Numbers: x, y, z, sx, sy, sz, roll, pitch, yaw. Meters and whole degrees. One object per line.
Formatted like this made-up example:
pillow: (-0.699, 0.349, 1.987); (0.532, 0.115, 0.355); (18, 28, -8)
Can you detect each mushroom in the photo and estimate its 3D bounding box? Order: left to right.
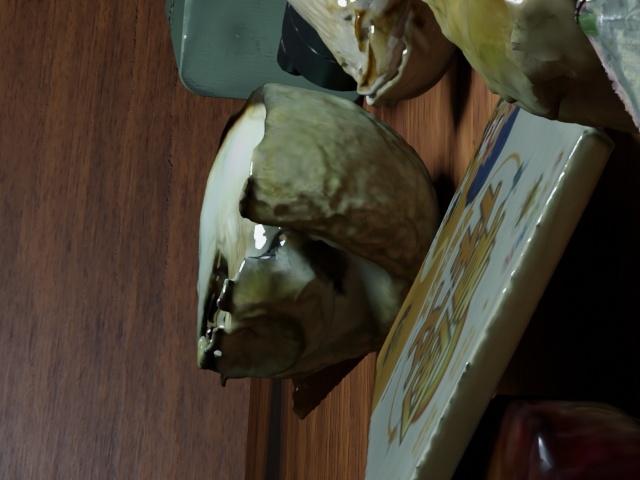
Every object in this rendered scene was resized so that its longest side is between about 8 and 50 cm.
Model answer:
mushroom: (-0.001, -0.004, 1.056); (0.189, 0.164, 0.267); (-92, 14, -45)
mushroom: (0.020, -0.283, 1.053); (0.126, 0.177, 0.397); (109, 164, -66)

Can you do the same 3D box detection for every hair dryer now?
hair dryer: (-0.011, -0.284, 1.246); (0.244, 0.116, 0.302); (135, 115, -78)

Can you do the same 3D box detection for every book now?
book: (0.071, 0.019, 0.665); (0.295, 0.020, 0.208); (-74, 7, -76)

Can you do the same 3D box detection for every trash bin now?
trash bin: (-0.065, -0.277, 1.616); (0.343, 0.223, 0.158); (-105, 21, -68)

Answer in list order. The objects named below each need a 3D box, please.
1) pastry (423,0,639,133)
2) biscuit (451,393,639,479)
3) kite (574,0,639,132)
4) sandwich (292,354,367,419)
pastry: (0.104, -0.192, 0.426); (0.329, 0.136, 0.329); (-178, 90, -83)
biscuit: (0.081, 0.260, 0.519); (0.407, 0.091, 0.407); (-172, 90, -84)
kite: (0.125, -0.032, 0.244); (0.250, 0.012, 0.229); (23, 122, 55)
sandwich: (0.020, 0.025, 1.202); (0.094, 0.096, 0.258); (96, 177, -84)
